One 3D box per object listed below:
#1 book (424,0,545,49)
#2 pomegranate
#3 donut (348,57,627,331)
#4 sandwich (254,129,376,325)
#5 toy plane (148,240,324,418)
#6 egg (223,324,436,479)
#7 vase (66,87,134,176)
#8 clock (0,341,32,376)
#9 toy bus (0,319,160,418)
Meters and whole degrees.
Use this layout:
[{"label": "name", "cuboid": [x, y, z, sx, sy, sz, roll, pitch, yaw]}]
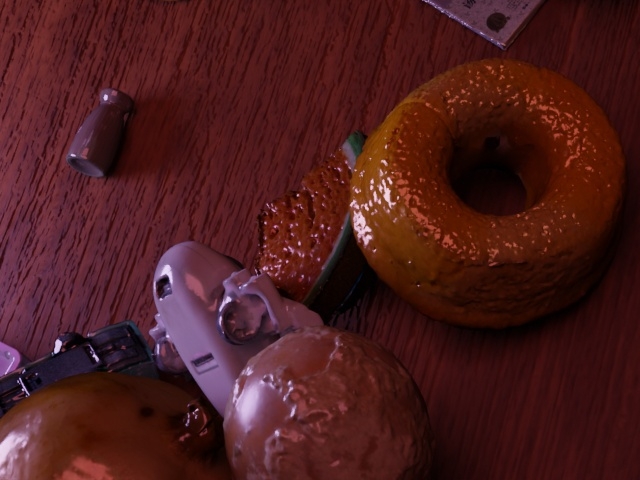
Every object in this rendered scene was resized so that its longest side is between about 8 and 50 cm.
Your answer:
[{"label": "book", "cuboid": [0.183, -0.311, 1.912, 0.182, 0.014, 0.127, 37, 82, 27]}, {"label": "pomegranate", "cuboid": [-0.216, 0.267, 1.647, 0.307, 0.307, 0.307, -7, 66, 15]}, {"label": "donut", "cuboid": [0.181, -0.059, 1.700, 0.303, 0.110, 0.303, 3, 65, -6]}, {"label": "sandwich", "cuboid": [0.009, 0.005, 1.787, 0.159, 0.079, 0.235, -23, 43, 26]}, {"label": "toy plane", "cuboid": [-0.084, 0.111, 1.719, 0.252, 0.252, 0.118, 31, 47, 26]}, {"label": "egg", "cuboid": [0.008, 0.192, 1.566, 0.203, 0.245, 0.203, -4, 42, 4]}, {"label": "vase", "cuboid": [-0.260, -0.130, 1.960, 0.053, 0.053, 0.100, 13, 69, 23]}, {"label": "clock", "cuboid": [-0.429, 0.194, 1.872, 0.150, 0.063, 0.197, 23, 76, 25]}, {"label": "toy bus", "cuboid": [-0.300, 0.180, 1.775, 0.262, 0.109, 0.091, -25, 46, -12]}]
